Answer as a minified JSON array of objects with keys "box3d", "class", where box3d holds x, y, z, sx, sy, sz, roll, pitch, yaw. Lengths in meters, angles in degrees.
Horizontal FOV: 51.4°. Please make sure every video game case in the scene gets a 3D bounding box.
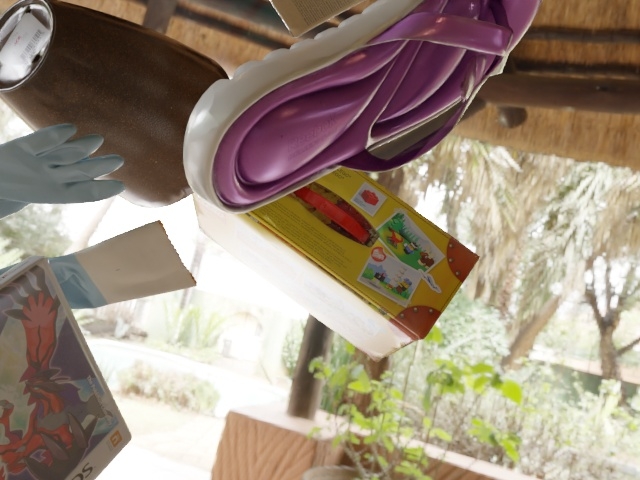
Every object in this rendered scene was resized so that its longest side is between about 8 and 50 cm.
[{"box3d":[-0.243,0.143,0.513,0.023,0.201,0.183,0,29,29],"class":"video game case"}]

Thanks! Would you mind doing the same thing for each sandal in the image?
[{"box3d":[0.078,-0.129,0.578,0.102,0.416,0.169,43,-24,29],"class":"sandal"}]

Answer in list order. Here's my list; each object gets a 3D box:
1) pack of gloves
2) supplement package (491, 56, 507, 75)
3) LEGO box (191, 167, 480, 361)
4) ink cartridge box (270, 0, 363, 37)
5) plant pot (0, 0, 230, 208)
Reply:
[{"box3d":[-0.258,-0.010,0.621,0.232,0.046,0.195,-15,-53,11],"class":"pack of gloves"},{"box3d":[0.264,-0.458,1.213,0.204,0.261,0.145,37,39,27],"class":"supplement package"},{"box3d":[0.000,0.000,1.298,0.500,0.193,0.372,36,-17,4],"class":"LEGO box"},{"box3d":[-0.033,-0.576,1.386,0.193,0.088,0.234,-19,-51,26],"class":"ink cartridge box"},{"box3d":[-0.250,-0.171,0.763,0.216,0.215,0.230,9,-9,29],"class":"plant pot"}]
